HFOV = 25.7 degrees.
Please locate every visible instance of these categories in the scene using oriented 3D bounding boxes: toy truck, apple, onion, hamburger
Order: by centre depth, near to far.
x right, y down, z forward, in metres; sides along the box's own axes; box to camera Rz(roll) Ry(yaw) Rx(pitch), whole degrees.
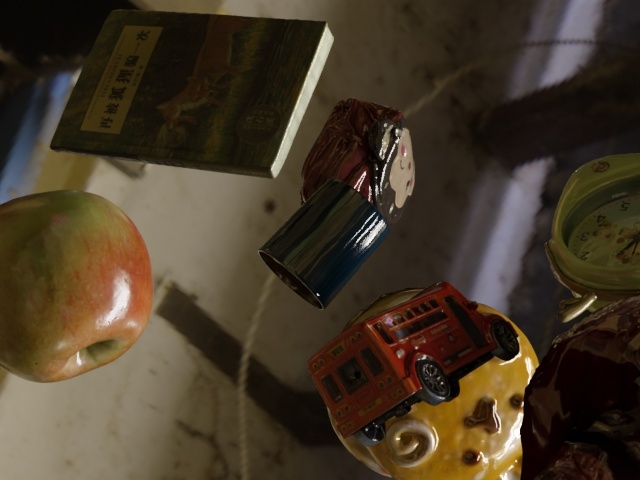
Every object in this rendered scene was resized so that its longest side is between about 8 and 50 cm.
[{"bbox_3d":[0.100,0.116,1.435,0.107,0.253,0.114,-39,-101,32],"label":"toy truck"},{"bbox_3d":[0.328,0.262,1.448,0.398,0.420,0.398,20,-64,49],"label":"onion"},{"bbox_3d":[0.166,0.214,1.794,0.261,0.302,0.186,-37,-158,-15],"label":"hamburger"},{"bbox_3d":[-0.411,0.075,2.189,0.319,0.319,0.277,-29,-112,33],"label":"apple"}]

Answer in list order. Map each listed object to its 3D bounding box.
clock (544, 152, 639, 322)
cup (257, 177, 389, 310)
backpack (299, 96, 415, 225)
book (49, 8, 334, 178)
[{"bbox_3d":[0.401,0.010,1.762,0.235,0.096,0.308,3,-139,30],"label":"clock"},{"bbox_3d":[-0.003,-0.005,1.821,0.138,0.113,0.150,-47,-133,-10],"label":"cup"},{"bbox_3d":[0.051,-0.093,2.095,0.139,0.229,0.229,22,-103,26],"label":"backpack"},{"bbox_3d":[-0.117,-0.135,1.254,0.228,0.024,0.160,8,-117,24],"label":"book"}]
